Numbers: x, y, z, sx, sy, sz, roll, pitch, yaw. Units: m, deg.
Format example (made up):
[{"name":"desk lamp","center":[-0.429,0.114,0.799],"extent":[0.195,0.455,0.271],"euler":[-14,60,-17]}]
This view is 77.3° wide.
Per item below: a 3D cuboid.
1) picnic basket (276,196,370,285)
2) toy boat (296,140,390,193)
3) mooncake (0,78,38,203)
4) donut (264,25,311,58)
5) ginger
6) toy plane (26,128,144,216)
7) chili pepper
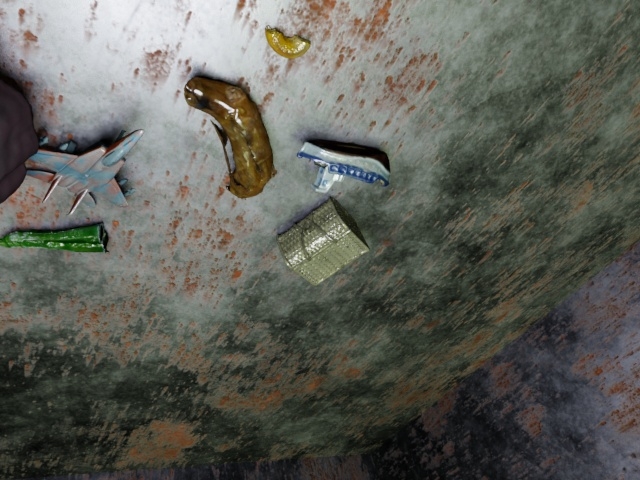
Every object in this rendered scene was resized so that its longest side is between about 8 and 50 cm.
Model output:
[{"name":"picnic basket","center":[0.000,0.000,1.094],"extent":[0.196,0.134,0.154],"euler":[-34,137,14]},{"name":"toy boat","center":[0.060,-0.167,0.961],"extent":[0.262,0.114,0.115],"euler":[1,120,-25]},{"name":"mooncake","center":[-0.658,-0.185,0.613],"extent":[0.351,0.212,0.381],"euler":[31,121,-23]},{"name":"donut","center":[-0.063,-0.382,0.769],"extent":[0.067,0.038,0.083],"euler":[-33,136,17]},{"name":"ginger","center":[-0.173,-0.210,0.854],"extent":[0.133,0.107,0.309],"euler":[2,137,10]},{"name":"toy plane","center":[-0.440,-0.155,0.790],"extent":[0.326,0.104,0.223],"euler":[-25,138,28]},{"name":"chili pepper","center":[-0.621,0.001,0.929],"extent":[0.227,0.059,0.088],"euler":[-3,138,-14]}]
